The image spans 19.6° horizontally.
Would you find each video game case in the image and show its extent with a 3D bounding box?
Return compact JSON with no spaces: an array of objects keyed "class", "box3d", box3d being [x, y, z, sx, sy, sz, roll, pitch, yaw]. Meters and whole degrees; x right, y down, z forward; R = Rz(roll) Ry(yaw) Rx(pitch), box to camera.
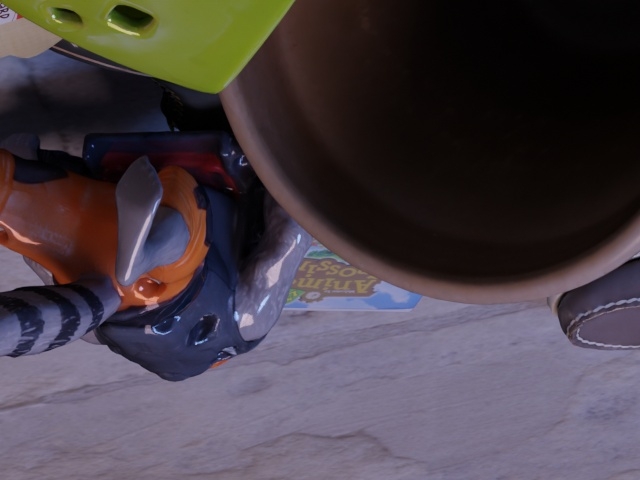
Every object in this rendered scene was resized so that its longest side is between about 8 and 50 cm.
[{"class":"video game case","box3d":[0.000,0.000,1.365,0.212,0.023,0.193,1,150,-19]}]

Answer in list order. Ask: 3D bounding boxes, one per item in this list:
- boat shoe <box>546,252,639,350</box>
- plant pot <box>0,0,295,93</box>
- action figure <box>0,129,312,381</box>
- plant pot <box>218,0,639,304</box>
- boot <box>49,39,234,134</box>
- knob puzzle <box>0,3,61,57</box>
[{"class":"boat shoe","box3d":[0.348,0.057,1.496,0.324,0.097,0.116,-4,152,-10]},{"class":"plant pot","box3d":[-0.091,-0.223,0.733,0.207,0.227,0.228,11,147,-21]},{"class":"action figure","box3d":[-0.154,0.013,1.103,0.341,0.178,0.330,-2,167,22]},{"class":"plant pot","box3d":[0.109,-0.125,0.925,0.263,0.263,0.229,-31,-179,34]},{"class":"boot","box3d":[-0.095,-0.100,1.108,0.198,0.077,0.137,6,153,-24]},{"class":"knob puzzle","box3d":[-0.159,-0.157,0.914,0.213,0.030,0.213,-19,151,-11]}]
